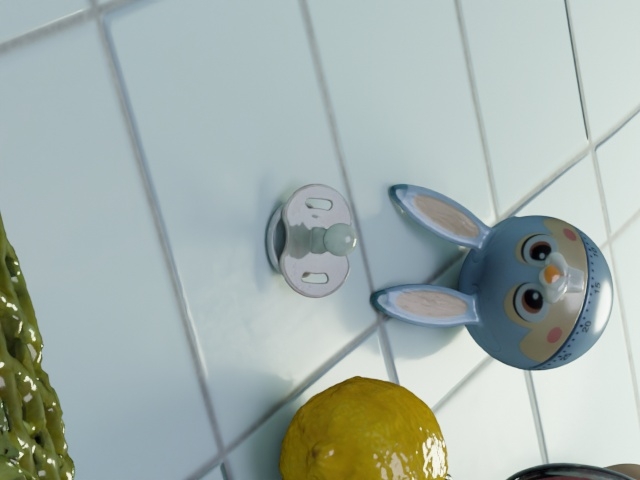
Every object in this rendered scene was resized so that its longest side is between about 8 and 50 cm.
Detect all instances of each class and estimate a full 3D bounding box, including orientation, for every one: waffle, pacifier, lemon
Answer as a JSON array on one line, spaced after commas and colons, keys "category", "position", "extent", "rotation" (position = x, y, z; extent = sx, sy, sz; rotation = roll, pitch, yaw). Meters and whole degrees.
[{"category": "waffle", "position": [-0.204, 0.067, 0.795], "extent": [0.297, 0.073, 0.317], "rotation": [-116, -172, -67]}, {"category": "pacifier", "position": [0.000, 0.000, 1.199], "extent": [0.081, 0.078, 0.099], "rotation": [4, 88, -32]}, {"category": "lemon", "position": [0.040, 0.187, 1.203], "extent": [0.187, 0.142, 0.142], "rotation": [-4, 94, -64]}]

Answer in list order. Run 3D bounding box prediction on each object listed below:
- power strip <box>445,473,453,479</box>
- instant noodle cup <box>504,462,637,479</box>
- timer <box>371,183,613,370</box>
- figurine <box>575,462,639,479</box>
[{"category": "power strip", "position": [0.092, 0.366, 1.352], "extent": [0.080, 0.048, 0.286], "rotation": [21, 74, -54]}, {"category": "instant noodle cup", "position": [0.243, 0.390, 1.379], "extent": [0.244, 0.243, 0.255], "rotation": [65, 35, -30]}, {"category": "timer", "position": [0.189, 0.038, 1.386], "extent": [0.255, 0.175, 0.175], "rotation": [28, 68, -49]}, {"category": "figurine", "position": [0.366, 0.326, 1.669], "extent": [0.138, 0.125, 0.125], "rotation": [21, 74, -41]}]
